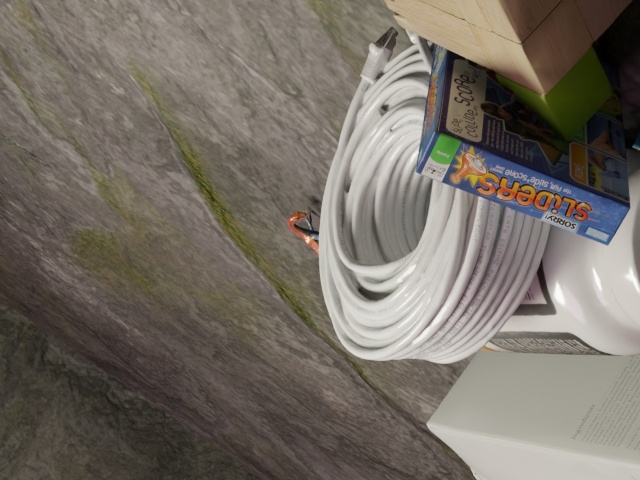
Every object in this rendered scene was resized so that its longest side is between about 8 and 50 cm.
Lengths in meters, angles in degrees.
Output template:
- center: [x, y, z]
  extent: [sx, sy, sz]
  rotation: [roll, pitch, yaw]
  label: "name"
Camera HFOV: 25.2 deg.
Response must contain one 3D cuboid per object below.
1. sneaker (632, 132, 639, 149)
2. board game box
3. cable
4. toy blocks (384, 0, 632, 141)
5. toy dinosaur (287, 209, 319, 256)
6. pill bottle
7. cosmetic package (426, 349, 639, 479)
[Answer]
- center: [0.293, -0.076, 0.937]
  extent: [0.092, 0.087, 0.228]
  rotation: [40, 162, -15]
  label: "sneaker"
- center: [0.141, -0.086, 0.983]
  extent: [0.136, 0.201, 0.035]
  rotation: [21, 124, -4]
  label: "board game box"
- center: [0.086, -0.029, 1.138]
  extent: [0.089, 0.257, 0.257]
  rotation: [12, -154, -27]
  label: "cable"
- center: [0.032, -0.255, 0.884]
  extent: [0.261, 0.191, 0.381]
  rotation: [34, 167, 44]
  label: "toy blocks"
- center: [0.000, 0.000, 1.618]
  extent: [0.082, 0.090, 0.047]
  rotation: [12, 154, -27]
  label: "toy dinosaur"
- center: [0.211, 0.012, 1.151]
  extent: [0.162, 0.162, 0.278]
  rotation: [44, 159, -19]
  label: "pill bottle"
- center: [0.315, 0.212, 1.437]
  extent: [0.217, 0.156, 0.385]
  rotation: [47, 159, -25]
  label: "cosmetic package"
